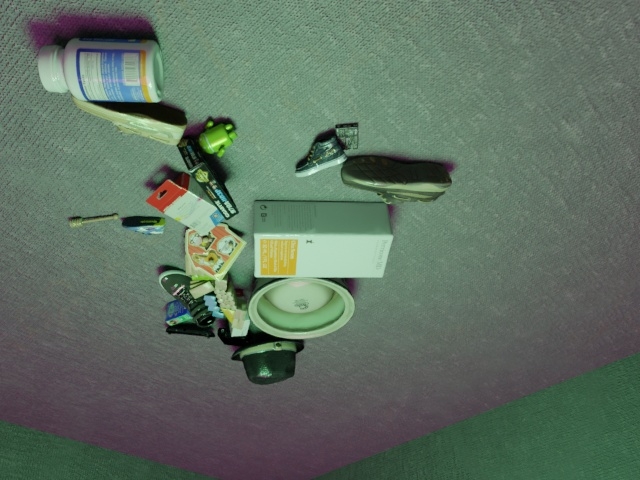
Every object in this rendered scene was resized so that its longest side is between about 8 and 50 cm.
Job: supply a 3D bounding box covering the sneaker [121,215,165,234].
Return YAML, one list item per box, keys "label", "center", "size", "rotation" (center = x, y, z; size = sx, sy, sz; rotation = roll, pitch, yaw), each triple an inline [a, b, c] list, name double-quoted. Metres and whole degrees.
- label: "sneaker"
  center: [-0.599, -0.045, 1.839]
  size: [0.144, 0.053, 0.059]
  rotation: [4, 139, -7]

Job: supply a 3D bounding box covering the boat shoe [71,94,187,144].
- label: "boat shoe"
  center: [-0.525, -0.336, 1.486]
  size: [0.302, 0.109, 0.098]
  rotation: [12, 134, -25]

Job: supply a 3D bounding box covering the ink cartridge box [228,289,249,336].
- label: "ink cartridge box"
  center: [-0.330, 0.290, 2.150]
  size: [0.063, 0.150, 0.109]
  rotation: [-3, 139, -21]

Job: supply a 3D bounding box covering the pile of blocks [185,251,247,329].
- label: "pile of blocks"
  center: [-0.388, 0.170, 2.003]
  size: [0.149, 0.112, 0.362]
  rotation: [-22, 114, 5]

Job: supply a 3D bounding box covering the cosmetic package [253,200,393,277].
- label: "cosmetic package"
  center: [0.000, 0.000, 1.856]
  size: [0.454, 0.161, 0.230]
  rotation: [0, 138, -5]

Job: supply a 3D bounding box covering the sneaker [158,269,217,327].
- label: "sneaker"
  center: [-0.489, 0.225, 2.057]
  size: [0.105, 0.147, 0.295]
  rotation: [-39, 135, 2]

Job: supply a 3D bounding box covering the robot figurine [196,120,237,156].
- label: "robot figurine"
  center: [-0.300, -0.294, 1.566]
  size: [0.115, 0.101, 0.067]
  rotation: [-25, 179, 2]

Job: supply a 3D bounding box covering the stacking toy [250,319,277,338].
- label: "stacking toy"
  center: [-0.236, 0.351, 2.305]
  size: [0.221, 0.052, 0.167]
  rotation: [22, 132, -27]

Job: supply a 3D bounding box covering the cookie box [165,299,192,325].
- label: "cookie box"
  center: [-0.563, 0.281, 2.173]
  size: [0.107, 0.091, 0.040]
  rotation: [-21, 138, 18]

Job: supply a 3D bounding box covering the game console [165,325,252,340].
- label: "game console"
  center: [-0.470, 0.406, 2.313]
  size: [0.362, 0.043, 0.213]
  rotation: [6, 159, 1]

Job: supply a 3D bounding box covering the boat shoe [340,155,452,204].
- label: "boat shoe"
  center: [0.233, -0.170, 1.709]
  size: [0.356, 0.132, 0.130]
  rotation: [6, 137, -9]

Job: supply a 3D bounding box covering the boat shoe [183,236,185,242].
- label: "boat shoe"
  center: [-0.431, -0.006, 1.914]
  size: [0.100, 0.035, 0.035]
  rotation: [-15, 164, 7]

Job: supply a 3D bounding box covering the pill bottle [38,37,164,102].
- label: "pill bottle"
  center: [-0.540, -0.423, 1.351]
  size: [0.272, 0.152, 0.152]
  rotation: [0, 138, -4]

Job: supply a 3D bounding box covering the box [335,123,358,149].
- label: "box"
  center: [0.079, -0.309, 1.624]
  size: [0.067, 0.018, 0.083]
  rotation: [-5, 138, 1]

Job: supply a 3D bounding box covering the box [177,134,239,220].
- label: "box"
  center: [-0.334, -0.185, 1.611]
  size: [0.051, 0.175, 0.220]
  rotation: [-33, 135, -2]

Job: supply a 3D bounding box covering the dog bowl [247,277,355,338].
- label: "dog bowl"
  center: [-0.076, 0.211, 2.092]
  size: [0.408, 0.150, 0.408]
  rotation: [-3, 138, -3]

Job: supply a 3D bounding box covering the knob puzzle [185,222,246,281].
- label: "knob puzzle"
  center: [-0.381, 0.023, 1.869]
  size: [0.213, 0.030, 0.213]
  rotation: [-1, 96, -6]

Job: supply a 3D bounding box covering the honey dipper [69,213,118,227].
- label: "honey dipper"
  center: [-0.757, -0.069, 1.817]
  size: [0.161, 0.030, 0.030]
  rotation: [-9, 138, 2]

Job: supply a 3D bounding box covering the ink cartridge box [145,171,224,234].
- label: "ink cartridge box"
  center: [-0.424, -0.126, 1.743]
  size: [0.134, 0.078, 0.231]
  rotation: [-35, 130, 29]

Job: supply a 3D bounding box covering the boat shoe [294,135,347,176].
- label: "boat shoe"
  center: [-0.012, -0.258, 1.651]
  size: [0.183, 0.065, 0.083]
  rotation: [-17, 112, 29]

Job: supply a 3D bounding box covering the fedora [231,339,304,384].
- label: "fedora"
  center: [-0.222, 0.546, 2.387]
  size: [0.334, 0.152, 0.334]
  rotation: [-9, 156, -4]
